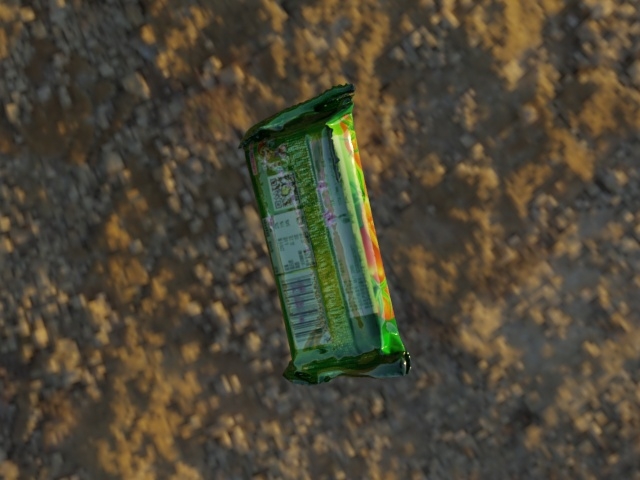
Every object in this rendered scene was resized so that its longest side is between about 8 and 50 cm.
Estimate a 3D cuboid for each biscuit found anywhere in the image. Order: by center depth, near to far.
[{"bbox_3d":[0.000,0.000,0.522,0.016,0.046,0.089,-12,90,-53],"label":"biscuit"}]
